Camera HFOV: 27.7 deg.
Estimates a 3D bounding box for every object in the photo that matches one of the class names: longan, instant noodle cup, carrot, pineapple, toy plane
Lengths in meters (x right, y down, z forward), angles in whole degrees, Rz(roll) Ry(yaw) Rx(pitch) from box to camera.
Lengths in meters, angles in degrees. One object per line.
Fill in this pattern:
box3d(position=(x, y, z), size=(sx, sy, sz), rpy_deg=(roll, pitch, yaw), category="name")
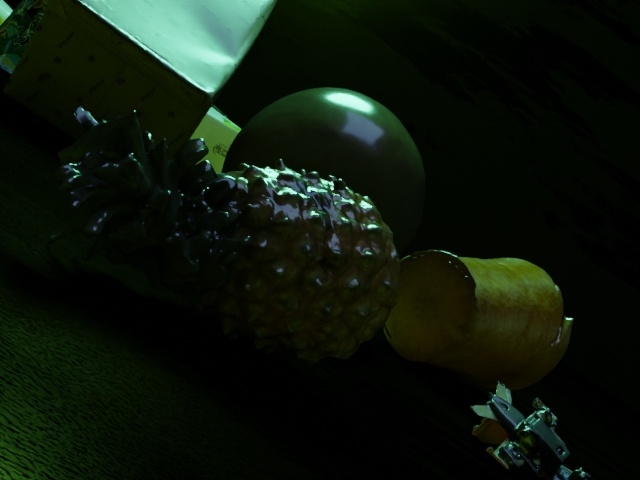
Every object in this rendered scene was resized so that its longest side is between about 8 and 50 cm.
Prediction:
box3d(position=(0.000, -0.062, 1.557), size=(0.258, 0.258, 0.258), rpy_deg=(34, 4, -3), category="longan")
box3d(position=(-0.342, -0.287, 1.861), size=(0.240, 0.178, 0.240), rpy_deg=(34, 5, -4), category="instant noodle cup")
box3d(position=(0.195, 0.109, 1.691), size=(0.196, 0.196, 0.254), rpy_deg=(36, 14, 26), category="carrot")
box3d(position=(-0.087, -0.003, 1.008), size=(0.340, 0.169, 0.169), rpy_deg=(18, 15, -46), category="pineapple")
box3d(position=(0.238, 0.226, 1.356), size=(0.188, 0.062, 0.135), rpy_deg=(39, 34, 18), category="toy plane")

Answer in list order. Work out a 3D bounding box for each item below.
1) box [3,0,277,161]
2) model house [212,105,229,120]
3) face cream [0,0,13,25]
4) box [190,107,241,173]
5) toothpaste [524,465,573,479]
box3d(position=(-0.210, -0.256, 1.611), size=(0.225, 0.190, 0.297), rpy_deg=(34, 42, -8), category="box")
box3d(position=(-0.176, -0.164, 2.204), size=(0.165, 0.106, 0.152), rpy_deg=(26, 6, -31), category="model house")
box3d(position=(-0.576, -0.407, 2.274), size=(0.243, 0.058, 0.092), rpy_deg=(39, -2, -17), category="face cream")
box3d(position=(-0.220, -0.175, 2.002), size=(0.260, 0.111, 0.194), rpy_deg=(35, 4, 43), category="box")
box3d(position=(0.281, 0.271, 1.395), size=(0.170, 0.028, 0.045), rpy_deg=(34, 23, 12), category="toothpaste")
